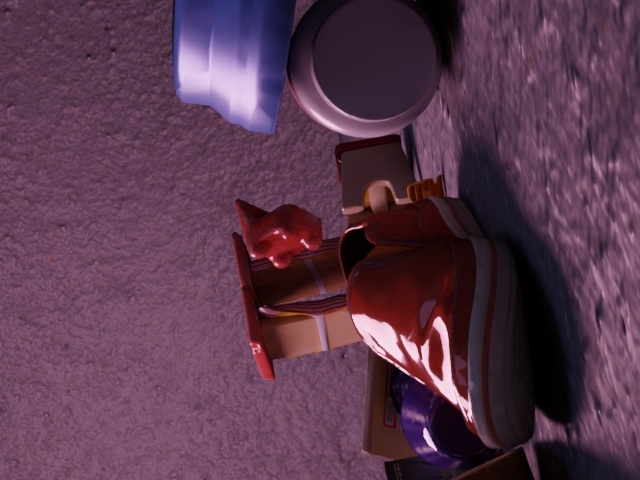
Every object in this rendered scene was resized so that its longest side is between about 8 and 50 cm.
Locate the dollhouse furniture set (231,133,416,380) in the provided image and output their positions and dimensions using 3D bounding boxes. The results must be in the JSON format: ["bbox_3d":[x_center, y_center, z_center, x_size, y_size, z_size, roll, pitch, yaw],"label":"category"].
[{"bbox_3d":[0.000,0.000,1.375,0.374,0.201,0.152,79,179,-61],"label":"dollhouse furniture set"}]

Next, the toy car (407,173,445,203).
[{"bbox_3d":[0.085,-0.008,1.062,0.060,0.041,0.122,-102,1,-60],"label":"toy car"}]

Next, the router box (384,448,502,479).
[{"bbox_3d":[0.102,0.208,0.947,0.122,0.092,0.038,-103,2,-61],"label":"router box"}]

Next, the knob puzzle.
[{"bbox_3d":[0.076,0.117,1.176,0.213,0.030,0.213,-1,-90,-66],"label":"knob puzzle"}]

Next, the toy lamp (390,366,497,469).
[{"bbox_3d":[0.096,0.125,0.966,0.275,0.080,0.080,26,-127,-88],"label":"toy lamp"}]

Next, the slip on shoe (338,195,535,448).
[{"bbox_3d":[0.070,0.046,0.810,0.331,0.101,0.123,-109,10,-74],"label":"slip on shoe"}]

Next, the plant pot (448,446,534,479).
[{"bbox_3d":[0.070,0.290,0.762,0.237,0.237,0.254,84,161,-79],"label":"plant pot"}]

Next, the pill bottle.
[{"bbox_3d":[0.030,-0.127,0.901,0.180,0.108,0.107,-108,7,-83],"label":"pill bottle"}]

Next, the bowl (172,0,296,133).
[{"bbox_3d":[-0.042,-0.271,0.868,0.391,0.077,0.391,-172,90,-87],"label":"bowl"}]
